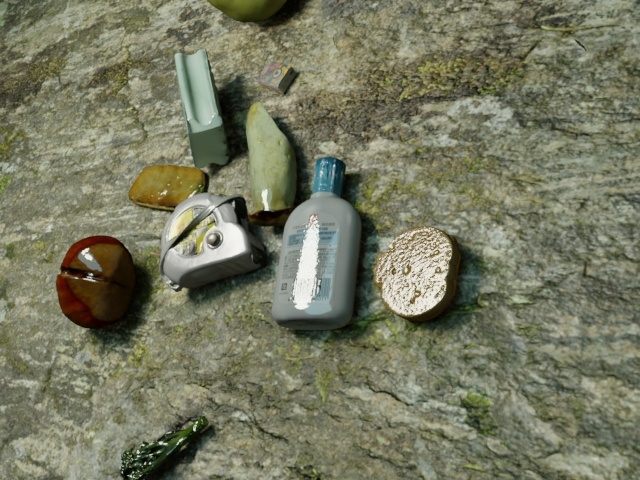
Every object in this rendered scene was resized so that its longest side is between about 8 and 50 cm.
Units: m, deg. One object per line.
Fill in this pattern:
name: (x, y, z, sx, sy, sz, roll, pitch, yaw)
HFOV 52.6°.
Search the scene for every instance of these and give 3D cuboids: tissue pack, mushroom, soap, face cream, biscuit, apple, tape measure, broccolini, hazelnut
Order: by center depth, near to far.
biscuit: (0.166, 0.059, 1.119, 0.170, 0.050, 0.170, -20, 55, 32)
face cream: (0.000, 0.000, 1.232, 0.163, 0.080, 0.336, -5, 64, 27)
broccolini: (-0.292, 0.407, 1.241, 0.203, 0.068, 0.091, -26, 26, 8)
tape measure: (-0.239, -0.004, 1.363, 0.236, 0.120, 0.197, -19, 64, 19)
mushroom: (-0.105, -0.169, 1.384, 0.108, 0.087, 0.333, -8, 55, 4)
hazelnut: (-0.512, 0.091, 1.457, 0.181, 0.181, 0.211, 8, 81, 14)
soap: (-0.280, -0.306, 1.517, 0.094, 0.150, 0.261, -13, 55, -4)
tissue pack: (-0.104, -0.385, 1.524, 0.083, 0.035, 0.063, 29, 84, 41)
biscuit: (-0.372, -0.129, 1.573, 0.247, 0.029, 0.118, 10, 66, 36)
apple: (-0.186, -0.668, 1.577, 0.279, 0.279, 0.278, -15, 60, 27)
